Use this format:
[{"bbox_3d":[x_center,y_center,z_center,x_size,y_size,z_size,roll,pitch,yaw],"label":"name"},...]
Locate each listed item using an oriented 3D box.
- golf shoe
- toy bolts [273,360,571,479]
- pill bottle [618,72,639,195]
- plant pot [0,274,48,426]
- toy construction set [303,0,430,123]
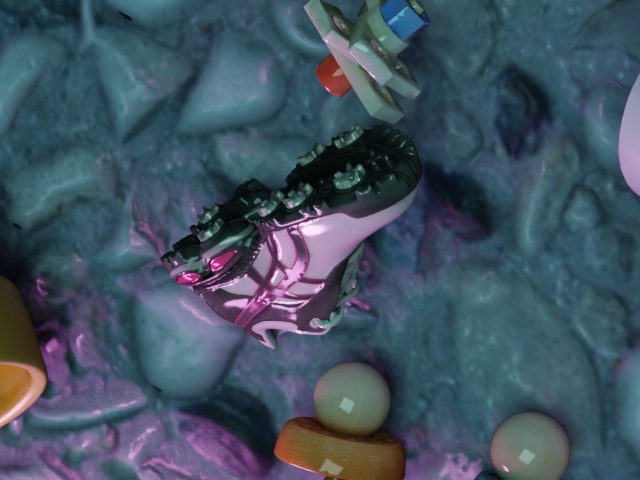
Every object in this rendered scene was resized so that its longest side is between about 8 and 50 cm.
[{"bbox_3d":[0.000,0.000,1.074,0.120,0.105,0.273,50,145,-12],"label":"golf shoe"},{"bbox_3d":[0.077,0.189,1.062,0.228,0.218,0.158,13,94,-1],"label":"toy bolts"},{"bbox_3d":[0.335,-0.038,0.905,0.283,0.161,0.161,32,107,43],"label":"pill bottle"},{"bbox_3d":[-0.376,0.045,1.176,0.254,0.254,0.239,-29,70,19],"label":"plant pot"},{"bbox_3d":[0.114,-0.234,1.026,0.328,0.151,0.215,-37,84,8],"label":"toy construction set"}]
